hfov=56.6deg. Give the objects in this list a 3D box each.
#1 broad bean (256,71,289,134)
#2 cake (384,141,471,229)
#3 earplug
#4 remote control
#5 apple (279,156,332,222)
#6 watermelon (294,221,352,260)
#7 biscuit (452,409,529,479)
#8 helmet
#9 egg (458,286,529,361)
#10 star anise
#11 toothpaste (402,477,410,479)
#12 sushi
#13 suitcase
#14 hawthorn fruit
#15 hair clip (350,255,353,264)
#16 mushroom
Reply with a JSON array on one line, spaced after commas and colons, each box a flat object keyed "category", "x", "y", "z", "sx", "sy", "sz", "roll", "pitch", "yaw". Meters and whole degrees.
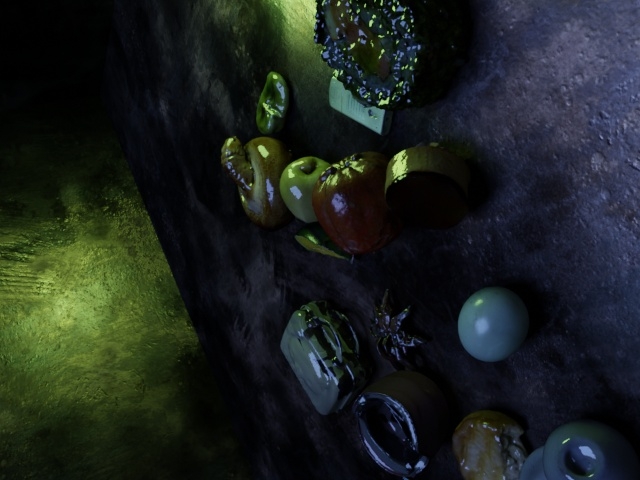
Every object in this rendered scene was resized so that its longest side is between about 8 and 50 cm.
[{"category": "broad bean", "x": -0.155, "y": -0.453, "z": 1.952, "sx": 0.153, "sy": 0.072, "sz": 0.206, "roll": 41, "pitch": 127, "yaw": 37}, {"category": "cake", "x": 0.256, "y": -0.144, "z": 1.363, "sx": 0.208, "sy": 0.178, "sz": 0.185, "roll": 12, "pitch": 145, "yaw": 20}, {"category": "earplug", "x": 0.530, "y": 0.507, "z": 1.245, "sx": 0.214, "sy": 0.175, "sz": 0.325, "roll": 48, "pitch": 144, "yaw": 38}, {"category": "remote control", "x": 0.105, "y": -0.366, "z": 1.587, "sx": 0.233, "sy": 0.038, "sz": 0.098, "roll": 40, "pitch": 139, "yaw": 41}, {"category": "apple", "x": -0.027, "y": -0.152, "z": 1.783, "sx": 0.200, "sy": 0.200, "sz": 0.199, "roll": 36, "pitch": 135, "yaw": 45}, {"category": "watermelon", "x": 0.000, "y": 0.000, "z": 1.899, "sx": 0.129, "sy": 0.123, "sz": 0.301, "roll": 65, "pitch": 160, "yaw": -14}, {"category": "biscuit", "x": 0.437, "y": 0.553, "z": 1.511, "sx": 0.213, "sy": 0.091, "sz": 0.274, "roll": 10, "pitch": 116, "yaw": 54}, {"category": "helmet", "x": 0.244, "y": 0.507, "z": 1.700, "sx": 0.271, "sy": 0.197, "sz": 0.338, "roll": 41, "pitch": 148, "yaw": 29}, {"category": "egg", "x": 0.385, "y": 0.189, "z": 1.329, "sx": 0.149, "sy": 0.149, "sz": 0.192, "roll": 49, "pitch": 148, "yaw": 34}, {"category": "star anise", "x": 0.198, "y": 0.281, "z": 1.742, "sx": 0.272, "sy": 0.103, "sz": 0.271, "roll": 35, "pitch": 133, "yaw": 49}, {"category": "toothpaste", "x": 0.330, "y": 0.811, "z": 1.896, "sx": 0.205, "sy": 0.036, "sz": 0.056, "roll": -4, "pitch": 105, "yaw": 63}, {"category": "sushi", "x": 0.148, "y": -0.451, "z": 1.328, "sx": 0.352, "sy": 0.178, "sz": 0.294, "roll": 45, "pitch": 144, "yaw": 32}, {"category": "suitcase", "x": 0.012, "y": 0.381, "z": 2.017, "sx": 0.351, "sy": 0.194, "sz": 0.339, "roll": 55, "pitch": 144, "yaw": 26}, {"category": "hawthorn fruit", "x": 0.107, "y": -0.096, "z": 1.538, "sx": 0.258, "sy": 0.258, "sz": 0.261, "roll": -34, "pitch": 78, "yaw": 59}, {"category": "hair clip", "x": 0.077, "y": 0.026, "z": 1.870, "sx": 0.137, "sy": 0.022, "sz": 0.054, "roll": -136, "pitch": 40, "yaw": -53}, {"category": "mushroom", "x": -0.176, "y": -0.190, "z": 1.987, "sx": 0.345, "sy": 0.239, "sz": 0.344, "roll": -17, "pitch": -90, "yaw": -87}]
